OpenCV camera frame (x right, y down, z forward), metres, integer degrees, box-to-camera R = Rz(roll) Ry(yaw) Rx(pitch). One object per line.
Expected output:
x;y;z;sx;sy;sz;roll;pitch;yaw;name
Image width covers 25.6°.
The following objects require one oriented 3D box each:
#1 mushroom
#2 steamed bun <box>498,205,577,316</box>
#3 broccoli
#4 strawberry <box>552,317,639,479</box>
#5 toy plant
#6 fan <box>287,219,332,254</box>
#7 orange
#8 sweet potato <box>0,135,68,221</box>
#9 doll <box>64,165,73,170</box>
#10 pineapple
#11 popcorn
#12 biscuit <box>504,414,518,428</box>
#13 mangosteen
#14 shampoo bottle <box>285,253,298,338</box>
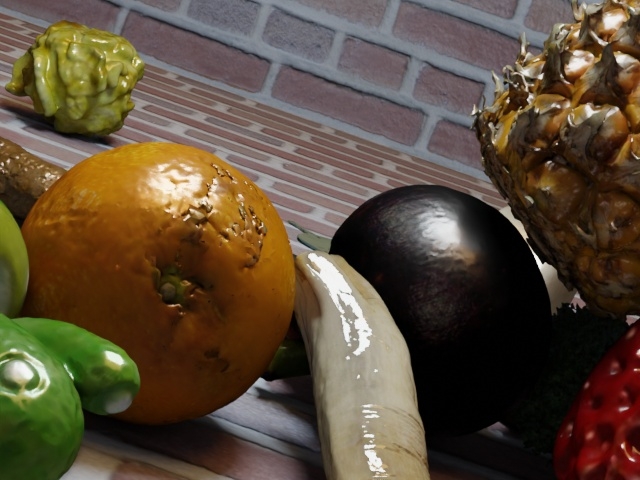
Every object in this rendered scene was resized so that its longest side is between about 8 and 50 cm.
0.036;0.137;1.174;0.123;0.095;0.351;50;13;-34;mushroom
0.305;0.042;2.091;0.146;0.164;0.241;25;12;21;steamed bun
0.298;0.167;1.500;0.194;0.194;0.219;10;3;-39;broccoli
0.395;0.157;1.236;0.317;0.345;0.295;22;16;-4;strawberry
-0.266;0.081;1.013;0.224;0.184;0.316;-11;36;-26;toy plant
0.000;0.000;2.185;0.113;0.005;0.175;9;15;-40;fan
-0.143;0.037;1.213;0.246;0.246;0.246;18;12;-4;orange
-0.380;-0.072;1.713;0.341;0.092;0.114;26;-12;28;sweet potato
-0.318;-0.075;1.913;0.113;0.071;0.135;0;6;-1;doll
0.319;-0.098;1.373;0.352;0.300;0.352;58;4;-6;pineapple
-0.410;-0.270;2.345;0.217;0.181;0.235;15;7;-10;popcorn
0.318;0.195;1.702;0.359;0.046;0.359;17;12;-4;biscuit
0.078;0.081;1.416;0.302;0.275;0.275;-18;20;-8;mangosteen
-0.052;0.056;1.655;0.246;0.079;0.080;25;13;28;shampoo bottle
